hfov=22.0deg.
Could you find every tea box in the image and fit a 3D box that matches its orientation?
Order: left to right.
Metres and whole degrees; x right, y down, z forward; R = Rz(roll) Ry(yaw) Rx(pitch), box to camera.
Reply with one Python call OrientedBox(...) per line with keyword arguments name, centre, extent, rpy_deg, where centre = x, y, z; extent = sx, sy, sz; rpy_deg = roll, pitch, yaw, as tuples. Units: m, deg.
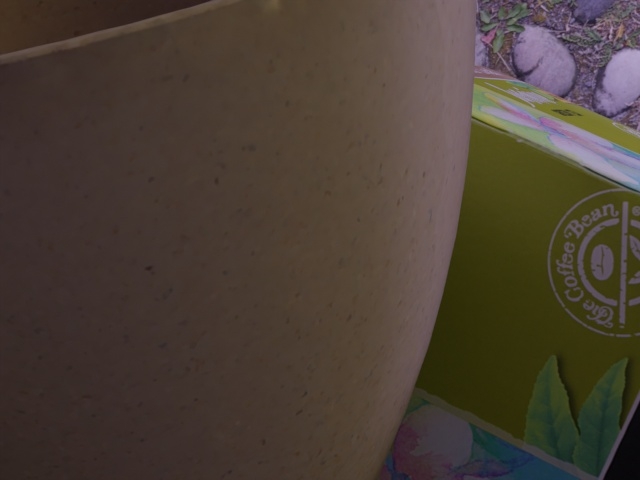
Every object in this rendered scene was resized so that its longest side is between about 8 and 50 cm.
OrientedBox(name="tea box", centre=(0.148, 0.055, 0.916), extent=(0.323, 0.220, 0.329), rpy_deg=(25, 12, 15))

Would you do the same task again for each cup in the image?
OrientedBox(name="cup", centre=(-0.080, 0.004, 0.678), extent=(0.331, 0.331, 0.237), rpy_deg=(-88, 166, -72))
